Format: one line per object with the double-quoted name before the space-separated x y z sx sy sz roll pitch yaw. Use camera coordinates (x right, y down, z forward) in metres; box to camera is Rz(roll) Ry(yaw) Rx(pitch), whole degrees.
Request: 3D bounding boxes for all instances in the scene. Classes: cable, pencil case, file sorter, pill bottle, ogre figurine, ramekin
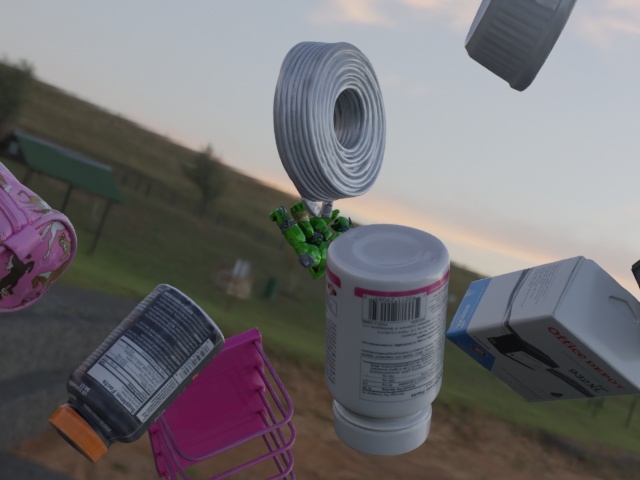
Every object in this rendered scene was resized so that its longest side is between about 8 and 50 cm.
"cable" 0.017 -0.190 1.863 0.089 0.257 0.257 1 -32 31
"pencil case" -0.482 -0.073 1.534 0.386 0.160 0.167 42 10 23
"file sorter" -0.150 0.323 1.850 0.182 0.202 0.290 57 -20 36
"pill bottle" -0.257 0.186 1.603 0.130 0.245 0.130 38 -19 16
"pill bottle" 0.086 0.135 1.560 0.160 0.283 0.160 1 28 0
"ogre figurine" 0.000 0.000 2.100 0.097 0.118 0.197 -27 -22 14
"ramekin" 0.347 -0.400 1.998 0.127 0.273 0.273 25 -3 -1

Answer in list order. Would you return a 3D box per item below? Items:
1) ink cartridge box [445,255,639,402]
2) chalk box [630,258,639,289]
"ink cartridge box" 0.396 0.159 1.975 0.223 0.129 0.307 39 -25 -16
"chalk box" 0.596 0.064 1.848 0.132 0.213 0.132 5 -33 -37
